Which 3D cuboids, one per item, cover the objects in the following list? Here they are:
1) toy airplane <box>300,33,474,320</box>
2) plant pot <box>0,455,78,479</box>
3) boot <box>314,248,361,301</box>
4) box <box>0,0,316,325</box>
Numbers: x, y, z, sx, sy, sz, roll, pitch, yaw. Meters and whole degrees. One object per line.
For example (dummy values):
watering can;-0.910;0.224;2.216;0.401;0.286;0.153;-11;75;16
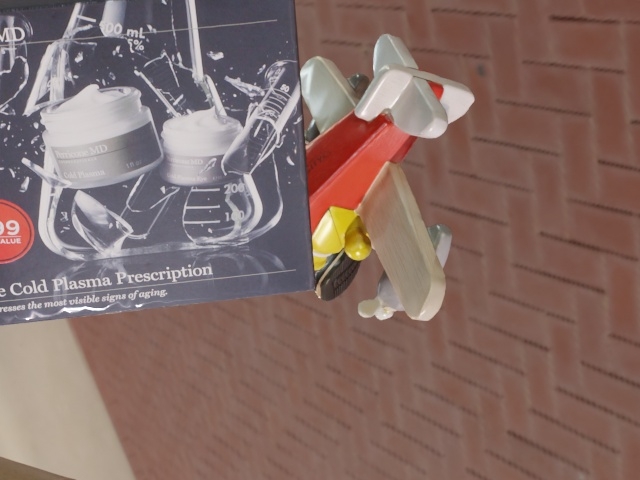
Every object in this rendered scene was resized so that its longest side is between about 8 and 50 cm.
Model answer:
toy airplane;0.060;-0.081;1.563;0.384;0.272;0.386;4;68;42
plant pot;-0.429;0.363;1.314;0.334;0.306;0.333;-23;58;43
boot;0.000;0.000;1.756;0.137;0.198;0.076;21;136;17
box;-0.190;-0.106;1.095;0.179;0.343;0.312;-104;9;-61
